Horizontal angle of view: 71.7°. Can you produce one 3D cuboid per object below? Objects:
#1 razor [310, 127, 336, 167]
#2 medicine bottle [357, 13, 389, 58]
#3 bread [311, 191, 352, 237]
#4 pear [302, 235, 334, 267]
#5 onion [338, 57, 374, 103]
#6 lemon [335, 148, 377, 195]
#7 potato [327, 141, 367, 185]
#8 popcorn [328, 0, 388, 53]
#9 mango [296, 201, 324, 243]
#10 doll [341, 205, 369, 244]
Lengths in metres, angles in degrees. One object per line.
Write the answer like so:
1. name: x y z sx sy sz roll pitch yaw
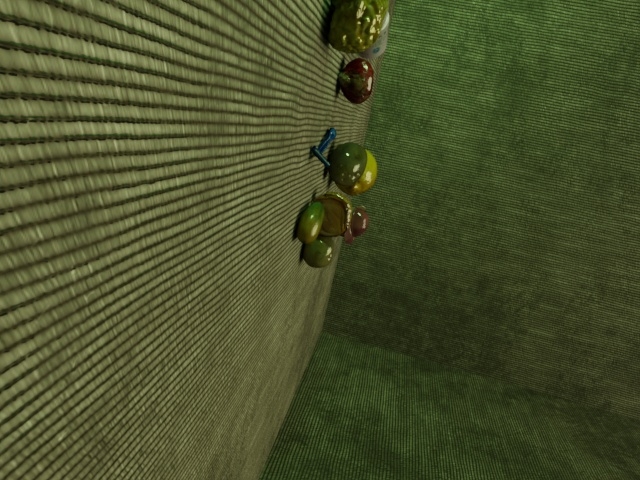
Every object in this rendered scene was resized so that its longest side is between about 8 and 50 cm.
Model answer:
1. razor: 0.015 -0.377 1.754 0.056 0.093 0.324 -34 -160 28
2. medicine bottle: 0.206 -0.881 1.818 0.254 0.152 0.152 69 36 -78
3. bread: 0.049 -0.116 1.939 0.104 0.199 0.199 -55 158 -72
4. pear: -0.010 0.045 2.003 0.167 0.136 0.167 18 90 -82
5. onion: 0.136 -0.659 1.830 0.184 0.147 0.184 13 -76 63
6. lemon: 0.179 -0.358 2.292 0.233 0.233 0.288 95 9 -52
7. potato: 0.129 -0.363 2.090 0.235 0.160 0.178 -39 136 -28
8. popcorn: 0.111 -0.707 1.406 0.225 0.173 0.286 118 -15 -45
9. mango: -0.036 -0.068 1.773 0.237 0.091 0.137 -59 167 -66
10. doll: 0.100 -0.091 2.103 0.152 0.256 0.196 -9 114 -87
